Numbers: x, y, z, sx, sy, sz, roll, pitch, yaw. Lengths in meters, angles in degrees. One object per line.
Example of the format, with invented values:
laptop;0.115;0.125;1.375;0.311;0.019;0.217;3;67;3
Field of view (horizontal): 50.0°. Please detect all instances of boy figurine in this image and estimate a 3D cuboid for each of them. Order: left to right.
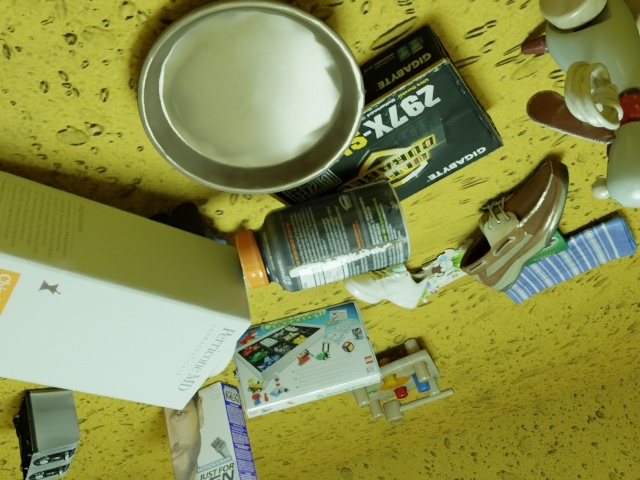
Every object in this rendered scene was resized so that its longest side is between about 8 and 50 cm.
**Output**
boy figurine;-0.182;0.040;1.190;0.177;0.092;0.285;-23;151;9

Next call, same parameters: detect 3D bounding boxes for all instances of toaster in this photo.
toaster;-0.620;0.433;1.550;0.110;0.185;0.168;0;138;-33

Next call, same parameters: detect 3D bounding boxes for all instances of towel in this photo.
towel;0.601;0.057;1.687;0.336;0.040;0.243;-29;151;19

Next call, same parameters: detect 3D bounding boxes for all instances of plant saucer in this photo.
plant saucer;-0.085;-0.174;0.854;0.278;0.041;0.277;-3;133;-3

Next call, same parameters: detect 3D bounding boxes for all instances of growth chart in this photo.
growth chart;0.300;0.063;1.564;0.237;0.021;0.172;-31;147;21

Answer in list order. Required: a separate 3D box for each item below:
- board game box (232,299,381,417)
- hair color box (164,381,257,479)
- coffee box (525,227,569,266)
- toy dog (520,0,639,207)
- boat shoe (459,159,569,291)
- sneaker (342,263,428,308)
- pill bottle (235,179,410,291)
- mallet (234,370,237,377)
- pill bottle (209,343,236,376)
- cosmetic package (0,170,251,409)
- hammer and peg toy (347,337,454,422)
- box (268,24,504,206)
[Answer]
board game box;-0.038;0.261;1.540;0.306;0.192;0.053;-13;150;-7
hair color box;-0.278;0.559;1.764;0.185;0.338;0.110;-26;148;14
coffee box;0.474;-0.003;1.523;0.113;0.040;0.184;-29;149;22
toy dog;0.340;-0.198;0.894;0.220;0.333;0.161;33;145;-25
boat shoe;0.373;-0.022;1.355;0.120;0.122;0.324;17;132;-4
sneaker;0.143;0.083;1.475;0.212;0.080;0.094;11;121;-37
pill bottle;0.000;0.000;1.028;0.246;0.130;0.130;-15;151;-3
mallet;-0.128;0.329;1.776;0.190;0.062;0.039;2;147;-5
pill bottle;-0.315;0.160;1.241;0.302;0.169;0.169;12;139;-42
cosmetic package;-0.353;0.074;0.954;0.453;0.161;0.230;19;124;-30
hammer and peg toy;0.234;0.420;2.029;0.266;0.127;0.361;-24;150;8
box;0.084;-0.144;1.035;0.322;0.079;0.257;-28;147;19
